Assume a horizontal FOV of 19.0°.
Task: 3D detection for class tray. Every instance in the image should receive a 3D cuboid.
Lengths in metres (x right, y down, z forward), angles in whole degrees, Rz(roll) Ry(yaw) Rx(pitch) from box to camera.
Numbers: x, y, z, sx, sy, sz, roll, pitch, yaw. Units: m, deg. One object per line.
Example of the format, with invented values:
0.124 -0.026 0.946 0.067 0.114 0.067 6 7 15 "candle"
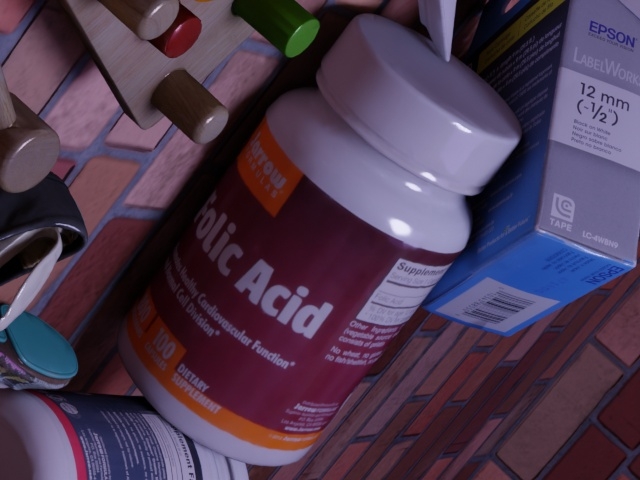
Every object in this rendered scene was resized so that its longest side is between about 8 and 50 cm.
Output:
0.099 -0.277 1.657 0.270 0.030 0.145 74 23 -68 "tray"

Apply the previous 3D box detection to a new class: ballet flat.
-0.286 0.089 1.609 0.079 0.077 0.221 -31 158 10 "ballet flat"
-0.292 0.044 1.452 0.280 0.096 0.095 -39 160 -20 "ballet flat"

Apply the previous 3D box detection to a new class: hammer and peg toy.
-0.107 -0.178 1.353 0.361 0.127 0.266 -44 160 -9 "hammer and peg toy"

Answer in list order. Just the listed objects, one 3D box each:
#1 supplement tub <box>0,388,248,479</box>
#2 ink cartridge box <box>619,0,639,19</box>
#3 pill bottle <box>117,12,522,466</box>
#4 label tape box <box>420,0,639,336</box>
-0.216 0.235 1.765 0.272 0.191 0.191 11 122 -51 "supplement tub"
0.282 -0.160 2.164 0.309 0.130 0.272 -43 161 -22 "ink cartridge box"
0.000 0.000 1.780 0.392 0.224 0.224 -54 159 20 "pill bottle"
0.218 -0.109 1.836 0.249 0.115 0.348 140 -33 -61 "label tape box"
